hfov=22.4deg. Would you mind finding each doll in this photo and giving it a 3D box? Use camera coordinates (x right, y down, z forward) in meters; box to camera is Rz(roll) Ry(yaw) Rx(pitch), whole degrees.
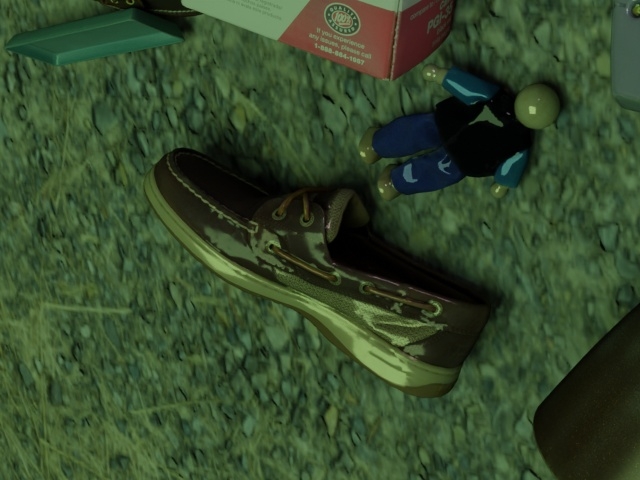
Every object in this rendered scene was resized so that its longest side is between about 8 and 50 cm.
[{"bbox_3d":[0.117,-0.091,1.354,0.189,0.046,0.129,-16,107,41],"label":"doll"}]

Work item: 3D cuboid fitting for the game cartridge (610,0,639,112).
[{"bbox_3d":[0.301,-0.210,1.045,0.196,0.060,0.294,18,87,25],"label":"game cartridge"}]

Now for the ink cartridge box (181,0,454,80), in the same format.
[{"bbox_3d":[0.010,-0.296,1.260,0.207,0.117,0.283,24,128,23],"label":"ink cartridge box"}]

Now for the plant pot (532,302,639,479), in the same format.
[{"bbox_3d":[0.314,0.104,1.246,0.215,0.215,0.230,35,115,13],"label":"plant pot"}]

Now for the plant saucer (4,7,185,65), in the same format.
[{"bbox_3d":[-0.213,-0.190,1.514,0.192,0.067,0.018,-3,77,43],"label":"plant saucer"}]

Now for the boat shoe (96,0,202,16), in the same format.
[{"bbox_3d":[-0.181,-0.239,1.462,0.207,0.073,0.073,15,123,26],"label":"boat shoe"}]

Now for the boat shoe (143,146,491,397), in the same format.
[{"bbox_3d":[0.000,0.000,1.455,0.342,0.123,0.123,36,117,13],"label":"boat shoe"}]
